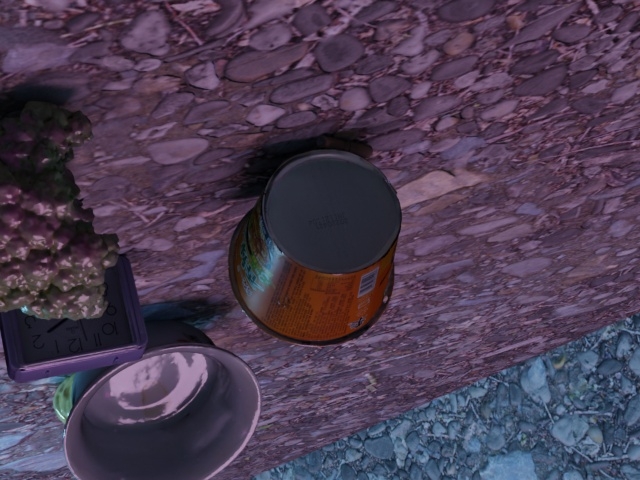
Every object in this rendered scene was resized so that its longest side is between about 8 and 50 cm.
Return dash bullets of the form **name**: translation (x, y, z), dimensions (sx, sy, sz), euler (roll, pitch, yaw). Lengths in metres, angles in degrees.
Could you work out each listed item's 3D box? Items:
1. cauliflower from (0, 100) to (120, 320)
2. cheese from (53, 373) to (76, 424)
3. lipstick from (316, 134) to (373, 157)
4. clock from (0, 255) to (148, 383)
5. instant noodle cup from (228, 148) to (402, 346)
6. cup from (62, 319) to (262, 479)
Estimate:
- **cauliflower**: translation (-0.323, -0.032, 1.287), dimensions (0.257, 0.238, 0.315), euler (-7, -162, 13)
- **cheese**: translation (-0.381, 0.287, 2.280), dimensions (0.226, 0.117, 0.214), euler (-24, 158, 8)
- **lipstick**: translation (0.032, -0.119, 1.546), dimensions (0.019, 0.019, 0.094), euler (-29, 158, 35)
- **clock**: translation (-0.351, 0.111, 1.704), dimensions (0.193, 0.144, 0.073), euler (-10, 161, -19)
- **instant noodle cup**: translation (0.000, 0.000, 1.550), dimensions (0.230, 0.230, 0.182), euler (-12, 158, -13)
- **cup**: translation (-0.290, 0.271, 2.102), dimensions (0.347, 0.163, 0.347), euler (-13, 128, -18)
